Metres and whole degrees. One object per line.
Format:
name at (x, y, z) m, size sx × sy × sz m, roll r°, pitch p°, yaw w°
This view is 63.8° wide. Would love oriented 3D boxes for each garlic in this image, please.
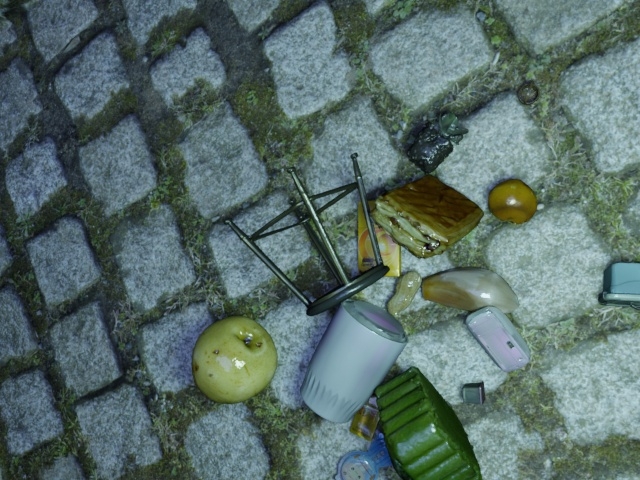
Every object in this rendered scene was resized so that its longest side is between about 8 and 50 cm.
garlic at (0.484, 0.160, 1.684) m, size 0.318 × 0.112 × 0.143 m, roll 6°, pitch 92°, yaw 30°

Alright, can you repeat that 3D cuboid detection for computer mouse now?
computer mouse at (0.565, 0.311, 1.639) m, size 0.126 × 0.056 × 0.245 m, roll -36°, pitch 100°, yaw 25°

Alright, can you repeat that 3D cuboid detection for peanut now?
peanut at (0.282, 0.179, 1.757) m, size 0.080 × 0.080 × 0.175 m, roll 33°, pitch 100°, yaw 17°

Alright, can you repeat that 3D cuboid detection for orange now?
orange at (0.607, -0.123, 1.627) m, size 0.156 × 0.156 × 0.134 m, roll 16°, pitch 72°, yaw 19°

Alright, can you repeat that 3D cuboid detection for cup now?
cup at (0.102, 0.397, 1.711) m, size 0.253 × 0.253 × 0.372 m, roll 32°, pitch 100°, yaw 17°

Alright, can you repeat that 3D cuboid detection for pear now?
pear at (-0.310, 0.430, 1.833) m, size 0.309 × 0.309 × 0.310 m, roll -1°, pitch 87°, yaw 18°

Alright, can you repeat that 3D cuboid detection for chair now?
chair at (0.000, 0.000, 1.678) m, size 0.361 × 0.364 × 0.410 m, roll -32°, pitch 85°, yaw 39°

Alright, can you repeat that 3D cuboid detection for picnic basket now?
picnic basket at (0.671, -0.474, 1.652) m, size 0.072 × 0.083 × 0.072 m, roll -1°, pitch 86°, yaw 19°

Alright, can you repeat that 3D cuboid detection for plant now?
plant at (0.387, -0.329, 1.715) m, size 0.142 × 0.131 × 0.203 m, roll 34°, pitch 86°, yaw 19°

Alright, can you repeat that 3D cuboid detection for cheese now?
cheese at (0.156, 0.777, 1.775) m, size 0.244 × 0.052 × 0.135 m, roll -41°, pitch 82°, yaw 13°

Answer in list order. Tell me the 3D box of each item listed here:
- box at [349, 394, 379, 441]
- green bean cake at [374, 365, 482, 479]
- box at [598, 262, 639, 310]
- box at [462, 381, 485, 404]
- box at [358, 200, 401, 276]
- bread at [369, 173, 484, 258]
box at (0.165, 0.614, 1.799) m, size 0.089 × 0.022 × 0.156 m, roll 22°, pitch 95°, yaw 16°
green bean cake at (0.310, 0.593, 1.567) m, size 0.218 × 0.335 × 0.319 m, roll -36°, pitch 105°, yaw 9°
box at (0.941, 0.141, 1.497) m, size 0.226 × 0.162 × 0.130 m, roll 0°, pitch 77°, yaw 18°
box at (0.497, 0.494, 1.664) m, size 0.063 × 0.084 × 0.060 m, roll -4°, pitch 86°, yaw 24°
box at (0.207, -0.007, 1.806) m, size 0.152 × 0.043 × 0.270 m, roll -2°, pitch 86°, yaw 22°
bread at (0.341, -0.062, 1.656) m, size 0.277 × 0.324 × 0.167 m, roll 38°, pitch 134°, yaw 23°
